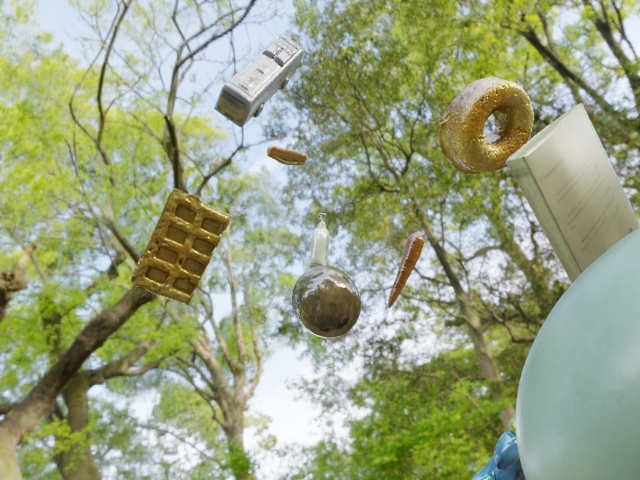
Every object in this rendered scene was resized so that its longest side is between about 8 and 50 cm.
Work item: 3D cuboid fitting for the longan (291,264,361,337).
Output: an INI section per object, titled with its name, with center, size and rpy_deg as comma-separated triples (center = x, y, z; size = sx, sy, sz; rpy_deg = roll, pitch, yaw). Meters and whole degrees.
[longan]
center = 0.011, 0.087, 0.786
size = 0.106, 0.106, 0.119
rpy_deg = -28, -17, 13

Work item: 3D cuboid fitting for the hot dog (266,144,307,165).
[hot dog]
center = -0.086, -0.209, 1.361
size = 0.137, 0.028, 0.044
rpy_deg = 0, -63, -54

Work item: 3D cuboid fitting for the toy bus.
[toy bus]
center = -0.097, -0.263, 0.891
size = 0.064, 0.190, 0.075
rpy_deg = 34, -35, -1

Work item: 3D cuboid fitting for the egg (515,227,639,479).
[egg]
center = 0.208, 0.085, 0.310
size = 0.168, 0.168, 0.230
rpy_deg = 15, -73, -34

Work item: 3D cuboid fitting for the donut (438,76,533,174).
[donut]
center = 0.322, -0.213, 1.041
size = 0.190, 0.074, 0.174
rpy_deg = -39, -66, -4

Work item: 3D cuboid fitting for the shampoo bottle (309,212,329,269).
[shampoo bottle]
center = 0.000, 0.000, 1.392
size = 0.045, 0.151, 0.077
rpy_deg = 4, -19, 9

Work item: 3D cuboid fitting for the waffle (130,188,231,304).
[waffle]
center = -0.364, 0.016, 1.436
size = 0.168, 0.057, 0.274
rpy_deg = 25, -89, -18

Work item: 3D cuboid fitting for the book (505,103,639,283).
[book]
center = 0.362, -0.024, 0.722
size = 0.215, 0.282, 0.025
rpy_deg = -34, 8, -38

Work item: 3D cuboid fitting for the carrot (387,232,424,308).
[carrot]
center = 0.216, 0.078, 1.415
size = 0.048, 0.216, 0.048
rpy_deg = 22, -16, 7

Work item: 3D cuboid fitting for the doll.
[doll]
center = 0.223, 0.382, 0.791
size = 0.346, 0.099, 0.341
rpy_deg = 28, -85, -51
